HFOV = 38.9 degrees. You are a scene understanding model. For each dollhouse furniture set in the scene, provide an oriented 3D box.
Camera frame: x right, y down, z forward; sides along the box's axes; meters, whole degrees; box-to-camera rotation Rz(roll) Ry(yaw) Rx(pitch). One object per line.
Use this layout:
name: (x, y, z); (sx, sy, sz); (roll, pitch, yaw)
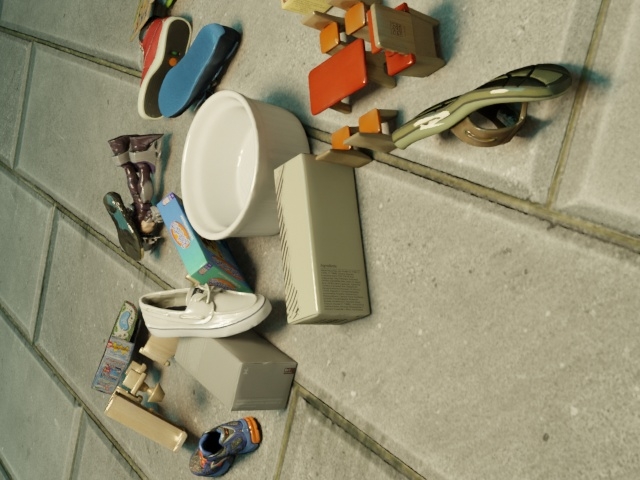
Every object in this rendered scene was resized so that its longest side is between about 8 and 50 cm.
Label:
dollhouse furniture set: (-0.293, 0.248, 1.936); (0.355, 0.174, 0.303); (-60, 8, -11)
dollhouse furniture set: (0.059, -0.280, 1.444); (0.259, 0.135, 0.262); (-24, 68, 50)

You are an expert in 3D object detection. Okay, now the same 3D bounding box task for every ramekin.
ramekin: (-0.139, -0.135, 1.698); (0.277, 0.135, 0.277); (-8, 80, 52)

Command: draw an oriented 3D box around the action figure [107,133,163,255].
action figure: (-0.410, -0.102, 2.099); (0.185, 0.099, 0.285); (9, 108, 47)

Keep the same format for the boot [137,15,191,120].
boot: (-0.389, -0.404, 2.114); (0.176, 0.088, 0.244); (21, 95, 53)

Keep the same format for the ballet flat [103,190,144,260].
ballet flat: (-0.440, -0.035, 2.061); (0.057, 0.049, 0.173); (-26, 88, 27)

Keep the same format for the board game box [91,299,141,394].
board game box: (-0.464, 0.245, 2.095); (0.194, 0.060, 0.194); (137, 152, -65)

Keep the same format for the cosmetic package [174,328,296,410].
cosmetic package: (-0.163, 0.226, 1.700); (0.238, 0.127, 0.107); (33, 112, 52)

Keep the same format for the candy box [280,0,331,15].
candy box: (0.042, -0.540, 1.537); (0.316, 0.088, 0.182); (-29, 63, 49)

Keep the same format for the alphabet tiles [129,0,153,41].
alphabet tiles: (-0.395, -0.593, 2.115); (0.237, 0.009, 0.198); (-20, 57, 63)

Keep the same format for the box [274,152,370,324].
box: (0.000, 0.000, 1.517); (0.094, 0.113, 0.275); (-25, 65, 51)

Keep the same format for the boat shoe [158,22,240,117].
boat shoe: (-0.251, -0.346, 1.920); (0.258, 0.089, 0.109); (-38, 69, 39)

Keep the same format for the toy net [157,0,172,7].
toy net: (-0.343, -0.668, 2.117); (0.232, 0.045, 0.122); (-64, 25, 22)

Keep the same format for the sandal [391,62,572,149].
sandal: (0.226, -0.170, 1.251); (0.303, 0.120, 0.086); (-17, 100, 53)

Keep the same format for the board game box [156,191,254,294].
board game box: (-0.227, 0.018, 1.781); (0.047, 0.160, 0.210); (-40, 49, 8)

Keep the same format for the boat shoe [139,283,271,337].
boat shoe: (-0.219, 0.124, 1.669); (0.258, 0.084, 0.095); (-10, 33, 18)

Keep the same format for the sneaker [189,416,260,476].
sneaker: (-0.207, 0.402, 1.771); (0.221, 0.087, 0.083); (-46, 51, 40)
